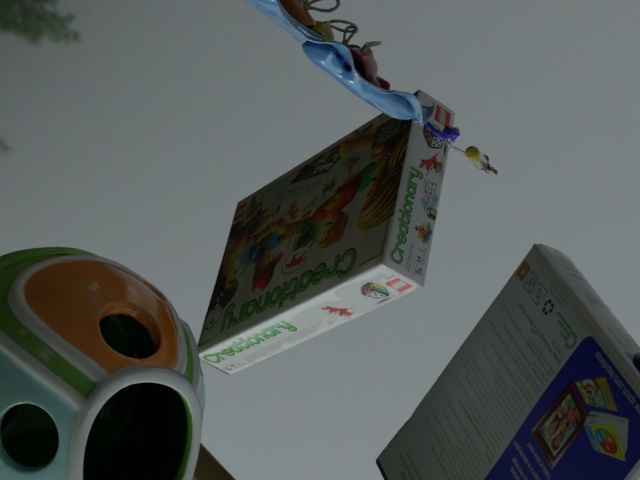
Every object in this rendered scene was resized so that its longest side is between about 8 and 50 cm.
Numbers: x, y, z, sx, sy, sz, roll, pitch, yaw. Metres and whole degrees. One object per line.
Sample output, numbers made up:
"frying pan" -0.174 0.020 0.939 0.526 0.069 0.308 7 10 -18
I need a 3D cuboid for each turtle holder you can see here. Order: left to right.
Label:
"turtle holder" -0.224 0.171 1.134 0.227 0.243 0.320 19 -103 49

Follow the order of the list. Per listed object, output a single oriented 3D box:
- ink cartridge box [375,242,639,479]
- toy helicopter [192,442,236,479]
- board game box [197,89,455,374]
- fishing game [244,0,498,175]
"ink cartridge box" 0.204 0.207 1.333 0.307 0.072 0.304 -59 -148 21
"toy helicopter" -0.089 0.297 1.453 0.140 0.355 0.235 -38 167 -27
"board game box" 0.000 0.000 1.307 0.305 0.053 0.193 -29 -141 47
"fishing game" -0.009 -0.126 0.745 0.041 0.264 0.189 -54 169 5
